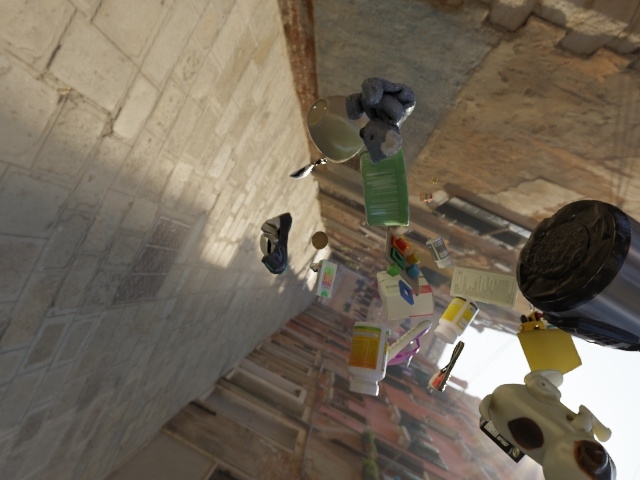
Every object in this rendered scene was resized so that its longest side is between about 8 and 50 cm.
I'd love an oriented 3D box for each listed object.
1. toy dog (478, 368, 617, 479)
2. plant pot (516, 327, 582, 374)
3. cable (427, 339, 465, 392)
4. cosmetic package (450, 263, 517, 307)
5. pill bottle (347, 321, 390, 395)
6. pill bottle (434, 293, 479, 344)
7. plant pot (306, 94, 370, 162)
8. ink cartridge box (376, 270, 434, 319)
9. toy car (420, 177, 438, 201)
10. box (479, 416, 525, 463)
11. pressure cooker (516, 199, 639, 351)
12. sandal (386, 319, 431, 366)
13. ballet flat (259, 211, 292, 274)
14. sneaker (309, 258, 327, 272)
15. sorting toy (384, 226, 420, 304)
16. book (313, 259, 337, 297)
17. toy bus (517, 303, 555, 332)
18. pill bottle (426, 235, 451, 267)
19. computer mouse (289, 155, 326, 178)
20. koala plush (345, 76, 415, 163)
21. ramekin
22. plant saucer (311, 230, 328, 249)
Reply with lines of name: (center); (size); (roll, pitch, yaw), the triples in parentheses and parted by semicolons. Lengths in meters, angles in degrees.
toy dog: (0.766, 0.640, 1.452); (0.285, 0.395, 0.408); (-63, -157, 15)
plant pot: (0.948, 0.457, 1.827); (0.187, 0.212, 0.212); (-23, 161, 24)
cable: (0.600, 0.606, 2.128); (0.288, 0.072, 0.139); (-65, 170, 7)
cosmetic package: (0.828, 0.225, 2.244); (0.113, 0.309, 0.161); (-8, 106, -62)
pill bottle: (0.173, 0.431, 1.627); (0.136, 0.136, 0.246); (102, -2, -72)
pill bottle: (0.612, 0.357, 2.010); (0.209, 0.119, 0.119); (-50, 172, -17)
plant pot: (0.051, -0.499, 1.889); (0.284, 0.190, 0.285); (-23, -123, 42)
ink cartridge box: (0.375, 0.232, 1.995); (0.283, 0.207, 0.117); (-90, 172, -74)
toy car: (0.449, -0.214, 1.830); (0.040, 0.060, 0.122); (-4, -115, 57)
box: (0.733, 0.773, 1.782); (0.078, 0.180, 0.147); (-51, 161, 9)
pressure cooker: (0.862, 0.121, 1.315); (0.376, 0.420, 0.370); (-52, -163, 37)
sandal: (0.326, 0.483, 1.855); (0.416, 0.102, 0.169); (-47, 168, 20)
ballet flat: (-0.107, -0.010, 1.041); (0.203, 0.074, 0.074); (-89, -164, -47)
sneaker: (0.002, 0.132, 2.169); (0.098, 0.069, 0.038); (-23, 141, -16)
sorting toy: (0.281, 0.060, 1.468); (0.047, 0.196, 0.348); (-32, -161, 26)
book: (0.017, 0.160, 1.850); (0.096, 0.035, 0.145); (22, 74, -50)
toy bus: (0.962, 0.404, 2.037); (0.202, 0.104, 0.191); (-115, -157, -71)
pill bottle: (0.557, 0.055, 2.086); (0.078, 0.137, 0.078); (-25, -176, 2)
computer mouse: (-0.060, -0.339, 2.124); (0.192, 0.042, 0.106); (-27, -171, 19)
koala plush: (0.193, -0.350, 1.362); (0.196, 0.203, 0.222); (169, -77, -73)
ramekin: (0.228, -0.194, 1.613); (0.303, 0.148, 0.304); (-6, 90, -83)
plant saucer: (0.000, 0.000, 1.966); (0.015, 0.083, 0.084); (5, 113, -61)
